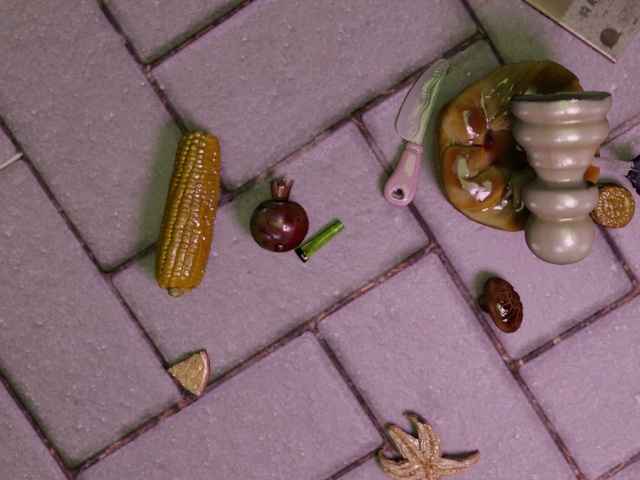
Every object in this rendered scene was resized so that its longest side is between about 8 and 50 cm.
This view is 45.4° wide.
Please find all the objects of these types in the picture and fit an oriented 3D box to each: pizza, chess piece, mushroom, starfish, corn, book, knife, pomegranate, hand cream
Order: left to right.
[{"bbox_3d":[-0.283,-0.056,1.652,0.121,0.120,0.362,10,96,0],"label":"corn"},{"bbox_3d":[-0.285,0.289,1.737,0.100,0.029,0.099,37,87,-5],"label":"pizza"},{"bbox_3d":[-0.080,-0.050,1.656,0.130,0.129,0.159,29,69,-2],"label":"pomegranate"},{"bbox_3d":[0.000,0.000,1.701,0.122,0.023,0.036,-38,84,5],"label":"hand cream"},{"bbox_3d":[0.203,-0.239,1.675,0.081,0.043,0.335,16,90,6],"label":"knife"},{"bbox_3d":[0.250,0.501,1.731,0.216,0.071,0.238,-24,101,9],"label":"starfish"},{"bbox_3d":[0.398,0.141,1.671,0.085,0.109,0.126,-33,111,-1],"label":"mushroom"},{"bbox_3d":[0.454,-0.114,1.460,0.183,0.182,0.330,-4,106,1],"label":"chess piece"},{"bbox_3d":[0.568,-0.554,1.636,0.310,0.021,0.216,33,96,-3],"label":"book"}]

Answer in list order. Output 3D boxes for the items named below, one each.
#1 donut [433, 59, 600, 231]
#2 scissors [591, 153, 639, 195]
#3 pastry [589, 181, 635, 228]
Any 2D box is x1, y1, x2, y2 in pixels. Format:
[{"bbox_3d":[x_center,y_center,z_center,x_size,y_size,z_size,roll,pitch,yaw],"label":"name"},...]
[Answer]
[{"bbox_3d":[0.410,-0.198,1.604,0.361,0.170,0.360,0,97,-1],"label":"donut"},{"bbox_3d":[0.632,-0.150,1.592,0.300,0.022,0.109,4,95,-36],"label":"scissors"},{"bbox_3d":[0.631,-0.076,1.666,0.097,0.057,0.109,-32,96,2],"label":"pastry"}]
